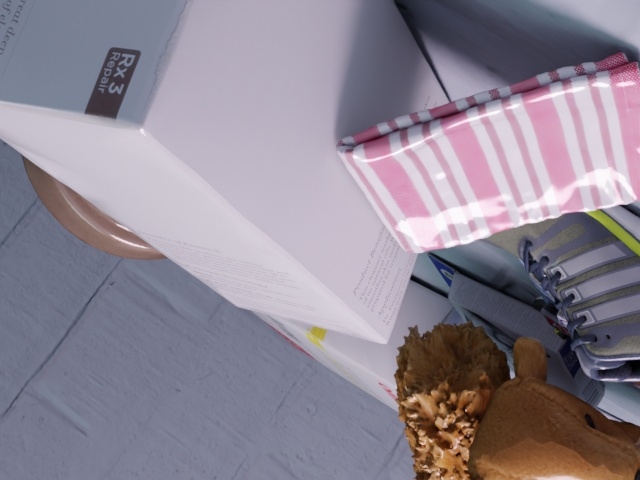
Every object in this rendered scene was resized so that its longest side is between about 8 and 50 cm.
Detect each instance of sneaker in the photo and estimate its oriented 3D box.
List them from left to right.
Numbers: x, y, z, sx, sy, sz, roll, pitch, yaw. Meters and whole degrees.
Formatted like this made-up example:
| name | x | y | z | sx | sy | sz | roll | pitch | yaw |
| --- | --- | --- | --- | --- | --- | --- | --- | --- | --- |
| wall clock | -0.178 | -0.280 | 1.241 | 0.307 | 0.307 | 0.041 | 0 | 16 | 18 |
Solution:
| name | x | y | z | sx | sy | sz | roll | pitch | yaw |
| --- | --- | --- | --- | --- | --- | --- | --- | --- | --- |
| sneaker | 0.267 | 0.089 | 1.120 | 0.083 | 0.035 | 0.031 | 27 | 166 | 41 |
| sneaker | 0.222 | 0.040 | 0.810 | 0.300 | 0.121 | 0.111 | 30 | 168 | 31 |

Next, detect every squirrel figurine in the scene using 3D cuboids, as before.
| name | x | y | z | sx | sy | sz | roll | pitch | yaw |
| --- | --- | --- | --- | --- | --- | --- | --- | --- | --- |
| squirrel figurine | 0.220 | 0.251 | 1.099 | 0.397 | 0.281 | 0.370 | 21 | 167 | 39 |

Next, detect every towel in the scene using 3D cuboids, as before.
| name | x | y | z | sx | sy | sz | roll | pitch | yaw |
| --- | --- | --- | --- | --- | --- | --- | --- | --- | --- |
| towel | 0.123 | -0.048 | 0.675 | 0.197 | 0.029 | 0.144 | -15 | 146 | 18 |

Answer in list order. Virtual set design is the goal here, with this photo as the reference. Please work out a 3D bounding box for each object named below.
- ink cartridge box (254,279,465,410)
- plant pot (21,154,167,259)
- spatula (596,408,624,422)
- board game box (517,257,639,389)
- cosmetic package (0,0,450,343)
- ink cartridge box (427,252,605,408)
| name | x | y | z | sx | sy | sz | roll | pitch | yaw |
| --- | --- | --- | --- | --- | --- | --- | --- | --- | --- |
| ink cartridge box | 0.073 | 0.140 | 1.623 | 0.384 | 0.160 | 0.279 | 28 | 168 | 36 |
| plant pot | -0.131 | -0.124 | 0.983 | 0.263 | 0.263 | 0.229 | 40 | 151 | -21 |
| spatula | 0.427 | 0.281 | 1.503 | 0.242 | 0.019 | 0.168 | 26 | 165 | 43 |
| board game box | 0.285 | 0.082 | 0.965 | 0.194 | 0.060 | 0.194 | 27 | 166 | 40 |
| cosmetic package | -0.046 | -0.091 | 0.707 | 0.156 | 0.217 | 0.385 | 11 | 161 | 29 |
| ink cartridge box | 0.246 | 0.124 | 1.317 | 0.224 | 0.045 | 0.223 | 28 | 167 | 36 |
